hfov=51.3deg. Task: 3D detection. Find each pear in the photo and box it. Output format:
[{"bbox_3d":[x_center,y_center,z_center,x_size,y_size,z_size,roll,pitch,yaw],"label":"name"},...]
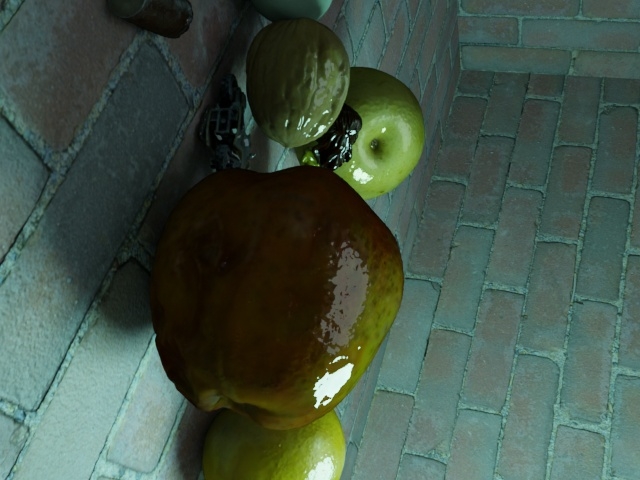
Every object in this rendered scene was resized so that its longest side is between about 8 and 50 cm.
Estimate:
[{"bbox_3d":[0.097,-0.272,1.703,0.348,0.349,0.348,9,90,-70],"label":"pear"}]

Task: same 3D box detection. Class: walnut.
[{"bbox_3d":[-0.049,-0.317,1.347,0.225,0.225,0.260,-5,107,-70],"label":"walnut"}]

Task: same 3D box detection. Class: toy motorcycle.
[{"bbox_3d":[-0.182,-0.212,1.330,0.130,0.094,0.229,60,29,-67],"label":"toy motorcycle"}]

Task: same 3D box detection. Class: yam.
[{"bbox_3d":[-0.263,-0.368,1.046,0.141,0.079,0.079,-9,107,-69],"label":"yam"}]

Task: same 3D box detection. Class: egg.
[{"bbox_3d":[-0.072,-0.538,1.345,0.264,0.183,0.182,19,80,-64],"label":"egg"}]

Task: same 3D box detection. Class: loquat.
[{"bbox_3d":[-0.099,0.498,1.492,0.328,0.329,0.359,-23,99,-67],"label":"loquat"}]

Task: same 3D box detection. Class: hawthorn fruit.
[{"bbox_3d":[-0.093,0.095,1.173,0.472,0.472,0.471,9,90,-70],"label":"hawthorn fruit"}]

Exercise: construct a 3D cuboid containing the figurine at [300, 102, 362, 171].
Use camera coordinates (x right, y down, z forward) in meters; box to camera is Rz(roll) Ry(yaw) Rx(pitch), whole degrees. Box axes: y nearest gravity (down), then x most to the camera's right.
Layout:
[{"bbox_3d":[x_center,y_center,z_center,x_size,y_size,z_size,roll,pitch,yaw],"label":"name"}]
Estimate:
[{"bbox_3d":[-0.016,-0.167,1.506,0.315,0.187,0.168,-61,-176,10],"label":"figurine"}]
